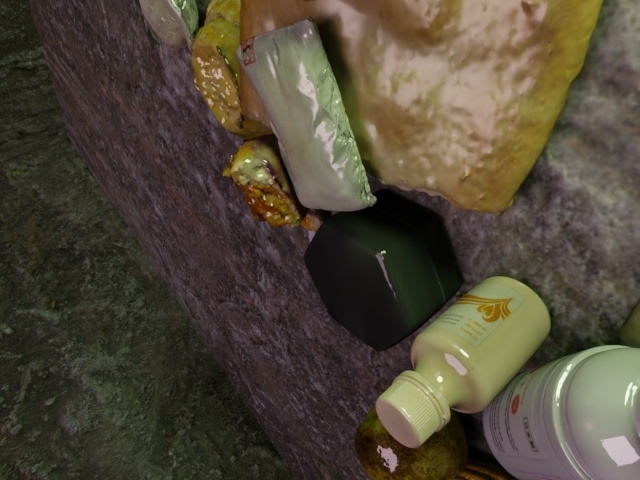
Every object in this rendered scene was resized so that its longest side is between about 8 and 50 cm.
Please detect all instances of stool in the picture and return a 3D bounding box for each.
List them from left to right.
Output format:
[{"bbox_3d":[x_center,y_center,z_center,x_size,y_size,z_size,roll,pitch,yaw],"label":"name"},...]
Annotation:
[{"bbox_3d":[0.093,0.048,0.698,0.232,0.141,0.232,36,142,35],"label":"stool"}]

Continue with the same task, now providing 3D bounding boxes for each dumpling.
[{"bbox_3d":[-0.291,-0.456,0.877,0.150,0.092,0.176,39,145,36],"label":"dumpling"}]

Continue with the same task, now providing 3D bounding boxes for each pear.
[{"bbox_3d":[0.172,0.372,0.817,0.197,0.197,0.197,37,143,34],"label":"pear"}]

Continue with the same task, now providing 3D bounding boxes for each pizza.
[{"bbox_3d":[-0.056,-0.085,0.700,0.085,0.305,0.161,-16,84,17],"label":"pizza"}]

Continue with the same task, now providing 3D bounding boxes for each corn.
[{"bbox_3d":[0.281,0.456,0.818,0.102,0.102,0.313,62,151,-3],"label":"corn"}]

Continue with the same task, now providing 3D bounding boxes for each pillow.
[{"bbox_3d":[-0.016,-0.137,0.534,0.128,0.051,0.229,0,121,44],"label":"pillow"}]

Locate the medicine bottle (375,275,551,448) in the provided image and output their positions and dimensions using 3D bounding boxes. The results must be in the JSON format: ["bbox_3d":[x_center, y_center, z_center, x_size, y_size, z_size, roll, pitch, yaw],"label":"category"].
[{"bbox_3d":[0.175,0.148,0.550,0.114,0.252,0.114,36,143,34],"label":"medicine bottle"}]

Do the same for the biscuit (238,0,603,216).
[{"bbox_3d":[0.069,-0.244,0.478,0.429,0.104,0.446,38,139,23],"label":"biscuit"}]

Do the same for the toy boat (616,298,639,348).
[{"bbox_3d":[0.405,0.092,0.314,0.293,0.111,0.276,50,143,36],"label":"toy boat"}]

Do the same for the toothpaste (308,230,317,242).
[{"bbox_3d":[0.000,0.000,0.898,0.047,0.040,0.196,27,137,40],"label":"toothpaste"}]

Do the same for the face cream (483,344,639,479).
[{"bbox_3d":[0.281,0.177,0.422,0.145,0.145,0.370,48,167,19],"label":"face cream"}]

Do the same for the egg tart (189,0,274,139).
[{"bbox_3d":[-0.143,-0.284,0.792,0.290,0.115,0.290,39,145,35],"label":"egg tart"}]

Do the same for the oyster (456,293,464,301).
[{"bbox_3d":[0.222,0.121,0.689,0.054,0.019,0.083,44,147,24],"label":"oyster"}]
